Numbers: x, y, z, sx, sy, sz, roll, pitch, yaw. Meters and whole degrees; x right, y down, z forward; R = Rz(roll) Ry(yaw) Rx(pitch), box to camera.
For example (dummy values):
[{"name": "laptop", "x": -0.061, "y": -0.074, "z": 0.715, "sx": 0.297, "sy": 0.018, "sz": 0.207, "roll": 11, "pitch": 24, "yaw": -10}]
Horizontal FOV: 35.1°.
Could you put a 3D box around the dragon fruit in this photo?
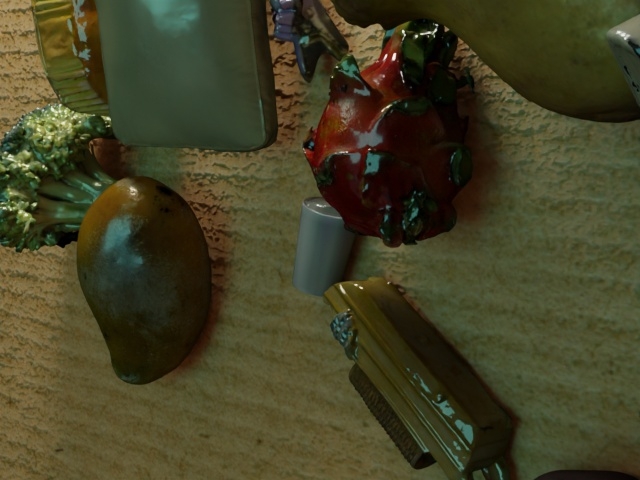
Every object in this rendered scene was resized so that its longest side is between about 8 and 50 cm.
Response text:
[{"name": "dragon fruit", "x": 0.094, "y": -0.128, "z": 1.102, "sx": 0.200, "sy": 0.198, "sz": 0.269, "roll": 39, "pitch": 104, "yaw": 46}]

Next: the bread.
[{"name": "bread", "x": -0.301, "y": -0.299, "z": 1.445, "sx": 0.133, "sy": 0.179, "sz": 0.250, "roll": -1, "pitch": 99, "yaw": 43}]

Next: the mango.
[{"name": "mango", "x": -0.250, "y": 0.064, "z": 1.429, "sx": 0.193, "sy": 0.146, "sz": 0.316, "roll": 8, "pitch": 109, "yaw": 15}]

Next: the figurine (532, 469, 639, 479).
[{"name": "figurine", "x": 0.269, "y": 0.393, "z": 0.943, "sx": 0.218, "sy": 0.206, "sz": 0.364, "roll": -40, "pitch": 67, "yaw": 52}]

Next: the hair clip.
[{"name": "hair clip", "x": -0.040, "y": -0.341, "z": 1.273, "sx": 0.106, "sy": 0.085, "sz": 0.292, "roll": 100, "pitch": 154, "yaw": -73}]

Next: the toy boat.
[{"name": "toy boat", "x": 0.103, "y": 0.170, "z": 1.160, "sx": 0.310, "sy": 0.089, "sz": 0.115, "roll": 48, "pitch": 125, "yaw": 29}]

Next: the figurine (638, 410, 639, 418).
[{"name": "figurine", "x": 0.336, "y": 0.074, "z": 0.749, "sx": 0.266, "sy": 0.378, "sz": 0.361, "roll": 45, "pitch": 119, "yaw": 32}]

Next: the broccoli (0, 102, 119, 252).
[{"name": "broccoli", "x": -0.375, "y": -0.080, "z": 1.549, "sx": 0.243, "sy": 0.263, "sz": 0.247, "roll": 19, "pitch": 141, "yaw": 16}]

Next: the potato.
[{"name": "potato", "x": 0.185, "y": -0.228, "z": 0.920, "sx": 0.397, "sy": 0.290, "sz": 0.295, "roll": -18, "pitch": 83, "yaw": 20}]

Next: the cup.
[{"name": "cup", "x": 0.000, "y": 0.000, "z": 1.267, "sx": 0.104, "sy": 0.074, "sz": 0.116, "roll": -132, "pitch": 49, "yaw": -58}]

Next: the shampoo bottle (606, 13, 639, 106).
[{"name": "shampoo bottle", "x": 0.365, "y": -0.183, "z": 0.770, "sx": 0.284, "sy": 0.153, "sz": 0.071, "roll": -39, "pitch": 32, "yaw": -1}]

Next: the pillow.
[{"name": "pillow", "x": -0.181, "y": -0.274, "z": 1.295, "sx": 0.256, "sy": 0.120, "sz": 0.322, "roll": 5, "pitch": 110, "yaw": 25}]
